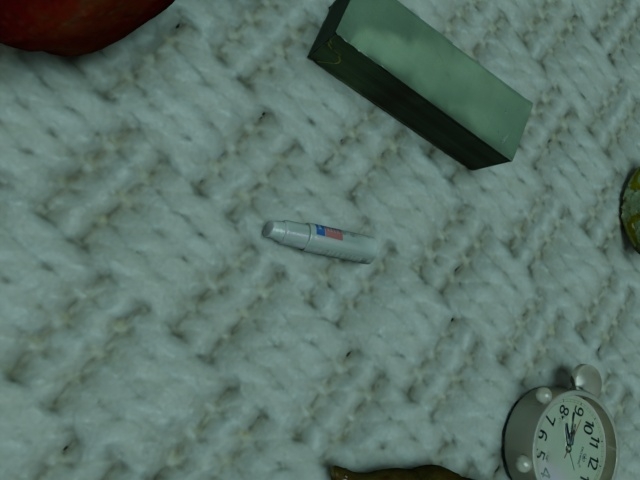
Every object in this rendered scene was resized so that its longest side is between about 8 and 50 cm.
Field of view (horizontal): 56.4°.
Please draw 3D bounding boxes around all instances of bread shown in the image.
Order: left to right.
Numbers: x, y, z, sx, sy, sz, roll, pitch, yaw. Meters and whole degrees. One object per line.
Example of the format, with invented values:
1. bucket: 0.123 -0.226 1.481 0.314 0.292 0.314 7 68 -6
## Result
1. bread: 0.514 -0.054 0.895 0.094 0.083 0.157 -2 88 -29

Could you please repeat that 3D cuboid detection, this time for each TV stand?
1. TV stand: 0.124 -0.193 0.722 0.269 0.083 0.088 30 75 -21

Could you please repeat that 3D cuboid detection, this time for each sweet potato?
1. sweet potato: 0.137 0.293 0.690 0.274 0.067 0.067 14 79 -19

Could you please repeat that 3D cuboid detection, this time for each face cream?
1. face cream: 0.000 0.000 0.669 0.130 0.034 0.034 11 80 -24

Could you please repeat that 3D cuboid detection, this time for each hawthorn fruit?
1. hawthorn fruit: -0.230 -0.247 0.517 0.251 0.189 0.189 -41 104 -1

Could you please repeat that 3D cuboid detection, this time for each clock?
1. clock: 0.312 0.269 0.781 0.156 0.063 0.229 29 71 -18
